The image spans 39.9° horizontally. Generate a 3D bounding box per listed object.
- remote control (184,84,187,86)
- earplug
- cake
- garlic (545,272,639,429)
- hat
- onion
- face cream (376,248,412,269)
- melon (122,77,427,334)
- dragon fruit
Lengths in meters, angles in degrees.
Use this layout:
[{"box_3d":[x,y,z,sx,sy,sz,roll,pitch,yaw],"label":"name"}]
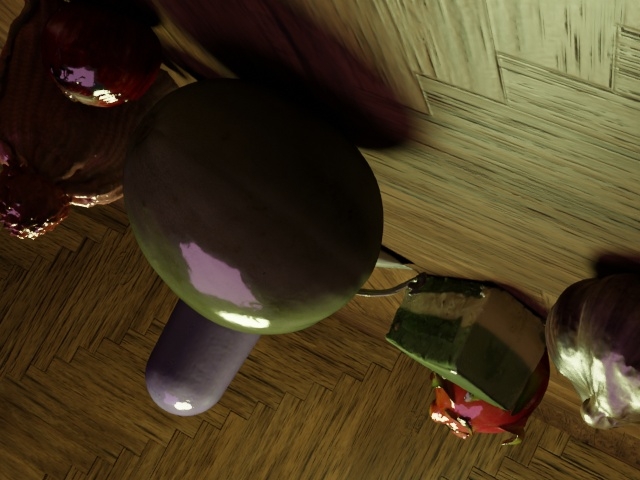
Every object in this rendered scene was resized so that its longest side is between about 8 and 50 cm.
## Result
[{"box_3d":[-0.091,-0.107,1.115,0.247,0.104,0.052,31,159,-22],"label":"remote control"},{"box_3d":[-0.207,0.154,1.847,0.215,0.456,0.215,29,174,3],"label":"earplug"},{"box_3d":[0.205,0.134,1.451,0.283,0.158,0.172,25,171,40],"label":"cake"},{"box_3d":[0.352,0.141,0.972,0.245,0.161,0.245,35,167,9],"label":"garlic"},{"box_3d":[-0.297,-0.127,1.037,0.236,0.287,0.107,32,152,-27],"label":"hat"},{"box_3d":[-0.239,-0.206,0.955,0.131,0.131,0.131,28,172,4],"label":"onion"},{"box_3d":[0.000,0.000,1.546,0.314,0.089,0.143,22,172,-15],"label":"face cream"},{"box_3d":[-0.068,-0.035,0.966,0.271,0.271,0.308,13,132,60],"label":"melon"},{"box_3d":[0.298,0.245,1.586,0.224,0.227,0.224,30,164,10],"label":"dragon fruit"}]
